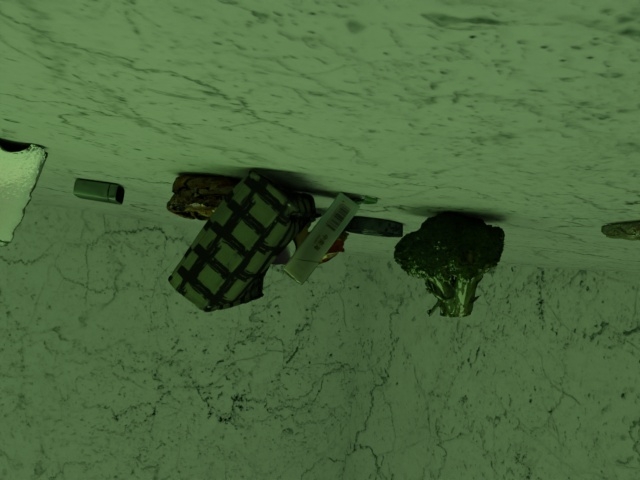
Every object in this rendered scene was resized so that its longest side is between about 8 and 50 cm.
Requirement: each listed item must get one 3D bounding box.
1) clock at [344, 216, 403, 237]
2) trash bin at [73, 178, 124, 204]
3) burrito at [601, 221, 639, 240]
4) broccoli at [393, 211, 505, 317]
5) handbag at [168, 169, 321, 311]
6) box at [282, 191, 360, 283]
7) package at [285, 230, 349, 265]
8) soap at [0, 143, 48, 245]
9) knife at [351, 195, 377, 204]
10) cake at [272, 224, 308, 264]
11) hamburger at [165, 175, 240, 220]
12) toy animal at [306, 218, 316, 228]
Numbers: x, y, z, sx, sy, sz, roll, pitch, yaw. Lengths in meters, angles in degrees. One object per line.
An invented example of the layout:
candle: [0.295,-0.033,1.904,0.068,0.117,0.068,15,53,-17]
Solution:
clock: [0.169,-0.044,2.143,0.214,0.042,0.215,7,176,1]
trash bin: [-0.698,-0.153,2.033,0.129,0.059,0.116,9,174,-5]
burrito: [0.715,-0.021,1.493,0.055,0.041,0.149,21,178,-8]
broccoli: [0.340,0.064,1.714,0.303,0.284,0.321,-5,-170,20]
handbag: [-0.162,0.008,1.540,0.162,0.325,0.327,40,-171,12]
box: [0.000,0.000,1.637,0.067,0.243,0.155,36,176,3]
package: [-0.017,0.017,2.066,0.223,0.108,0.288,-16,-172,5]
soap: [-0.778,-0.099,1.521,0.159,0.258,0.302,12,174,-36]
knife: [0.099,-0.098,1.688,0.054,0.015,0.212,6,176,-19]
cake: [-0.128,-0.050,1.896,0.185,0.178,0.208,-21,125,37]
hamburger: [-0.274,-0.106,1.627,0.230,0.107,0.231,5,172,1]
toy animal: [-0.109,-0.061,2.080,0.125,0.127,0.251,22,155,-28]
